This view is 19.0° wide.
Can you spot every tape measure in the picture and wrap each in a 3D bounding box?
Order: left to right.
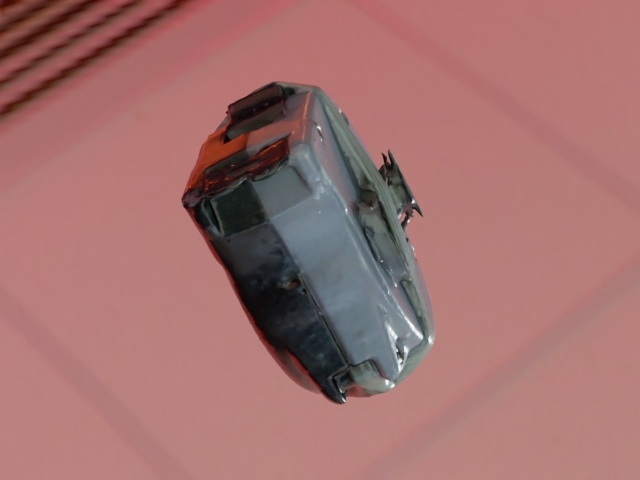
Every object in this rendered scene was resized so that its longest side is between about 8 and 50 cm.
[{"bbox_3d":[0.000,-0.002,1.118,0.107,0.182,0.181,-24,-155,13],"label":"tape measure"}]
